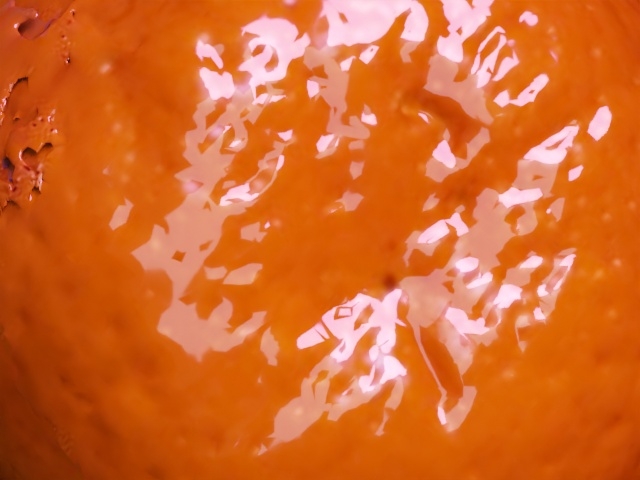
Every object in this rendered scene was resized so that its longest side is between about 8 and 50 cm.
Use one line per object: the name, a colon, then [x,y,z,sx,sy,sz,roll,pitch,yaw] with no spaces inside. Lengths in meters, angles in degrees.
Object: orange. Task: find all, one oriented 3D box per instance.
orange: [0.001,-0.002,0.431,0.219,0.193,0.219,-2,94,-31]
